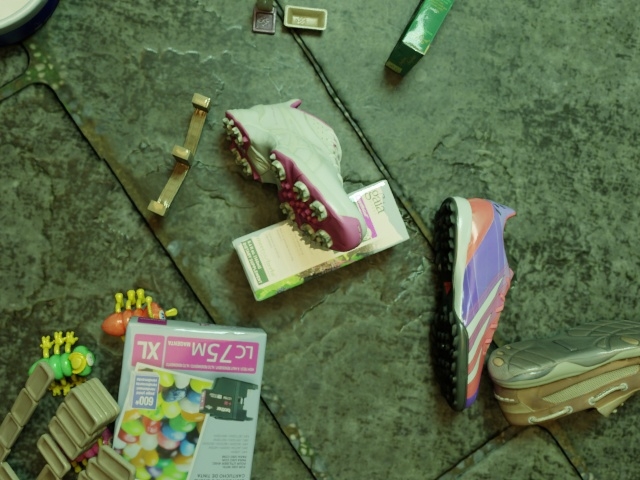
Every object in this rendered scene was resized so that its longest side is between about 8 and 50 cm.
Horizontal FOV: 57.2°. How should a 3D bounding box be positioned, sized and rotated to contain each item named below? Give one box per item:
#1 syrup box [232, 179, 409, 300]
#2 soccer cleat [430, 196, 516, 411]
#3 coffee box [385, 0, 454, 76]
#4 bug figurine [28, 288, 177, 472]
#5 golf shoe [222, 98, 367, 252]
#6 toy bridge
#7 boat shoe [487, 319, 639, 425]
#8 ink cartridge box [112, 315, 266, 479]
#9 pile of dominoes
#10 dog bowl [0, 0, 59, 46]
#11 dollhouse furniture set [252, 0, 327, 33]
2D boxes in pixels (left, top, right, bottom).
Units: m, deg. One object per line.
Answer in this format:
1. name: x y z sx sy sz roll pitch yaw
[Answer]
1. syrup box: 0.000 0.000 0.859 0.236 0.096 0.093 -22 90 -5
2. soccer cleat: 0.234 0.094 0.875 0.116 0.108 0.318 3 85 -9
3. coffee box: 0.167 -0.346 0.882 0.040 0.113 0.184 30 84 -7
4. bug figurine: -0.288 0.219 0.834 0.216 0.072 0.279 -15 90 -6
5. golf shoe: -0.015 -0.108 0.799 0.140 0.115 0.306 -26 52 -20
6. toy bridge: -0.201 -0.124 0.860 0.026 0.063 0.188 21 84 -4
7. boat shoe: 0.410 0.200 0.887 0.324 0.123 0.116 -10 100 -4
8. ink cartridge box: -0.182 0.267 0.791 0.185 0.065 0.311 7 91 -13
9. pile of dominoes: -0.340 0.289 0.780 0.196 0.040 0.251 46 118 13
10. dog bowl: -0.490 -0.403 0.794 0.264 0.104 0.265 -2 95 -18
11. dollhouse furniture set: -0.043 -0.365 0.876 0.114 0.081 0.091 4 87 -5
